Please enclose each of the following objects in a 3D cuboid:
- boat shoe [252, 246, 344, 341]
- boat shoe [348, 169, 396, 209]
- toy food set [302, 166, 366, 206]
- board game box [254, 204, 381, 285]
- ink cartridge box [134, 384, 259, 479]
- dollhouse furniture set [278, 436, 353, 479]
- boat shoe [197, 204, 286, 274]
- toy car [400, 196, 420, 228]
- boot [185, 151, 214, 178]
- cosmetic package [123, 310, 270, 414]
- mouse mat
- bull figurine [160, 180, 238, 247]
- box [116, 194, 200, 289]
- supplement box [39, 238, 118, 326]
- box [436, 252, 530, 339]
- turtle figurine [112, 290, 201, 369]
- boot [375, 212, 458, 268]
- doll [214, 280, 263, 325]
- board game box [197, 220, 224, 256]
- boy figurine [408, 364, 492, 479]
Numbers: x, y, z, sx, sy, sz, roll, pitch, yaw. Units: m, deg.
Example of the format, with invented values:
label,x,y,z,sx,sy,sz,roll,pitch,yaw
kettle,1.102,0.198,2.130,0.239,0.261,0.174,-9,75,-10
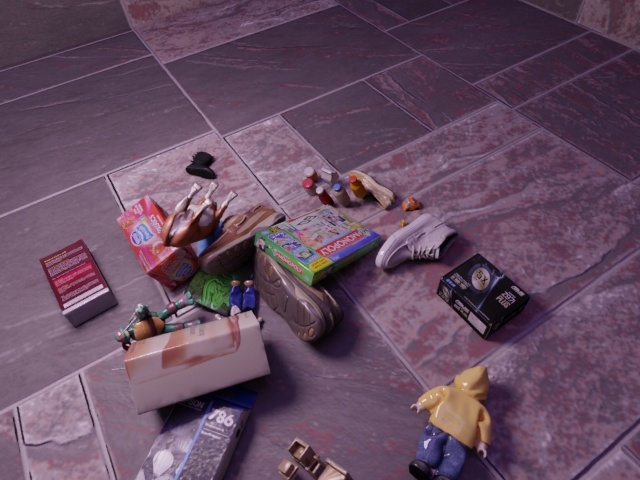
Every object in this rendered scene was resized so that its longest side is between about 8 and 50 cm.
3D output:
label,x,y,z,sx,sy,sz,roll,pitch,yaw
boat shoe,-0.068,0.132,1.230,0.130,0.132,0.355,-8,40,-37
boat shoe,0.156,-0.166,1.485,0.190,0.068,0.072,36,77,30
toy food set,0.022,-0.184,1.457,0.232,0.104,0.111,28,80,27
board game box,0.000,0.000,1.291,0.213,0.046,0.317,32,36,27
ink cartridge box,-0.277,0.455,0.999,0.165,0.065,0.333,11,51,14
dollhouse furniture set,-0.038,0.534,0.921,0.160,0.101,0.182,12,48,45
boat shoe,-0.239,-0.010,1.316,0.116,0.123,0.324,36,41,17
toy car,0.286,-0.092,1.425,0.060,0.041,0.122,5,51,8
boot,-0.415,-0.272,1.622,0.121,0.045,0.099,13,49,15
cosmetic package,-0.281,0.273,1.051,0.296,0.129,0.153,-13,6,-16
mouse mat,-0.281,0.112,1.289,0.152,0.007,0.190,23,57,1
bull figurine,-0.330,-0.066,1.240,0.101,0.188,0.310,35,15,-4
box,-0.473,0.004,1.326,0.122,0.128,0.257,-40,57,-5
supplement box,-0.697,0.117,1.298,0.130,0.073,0.239,-30,56,-21
box,0.426,0.144,1.197,0.147,0.078,0.180,-28,54,-19
turtle figurine,-0.431,0.223,1.151,0.234,0.175,0.118,-20,28,-24
boot,0.284,0.018,1.298,0.258,0.095,0.123,-37,51,-25
doll,-0.219,0.200,1.214,0.128,0.046,0.189,1,56,-7
board game box,-0.306,0.016,1.384,0.133,0.033,0.169,-6,56,-6
boy figurine,0.289,0.392,0.994,0.177,0.092,0.285,22,55,21
